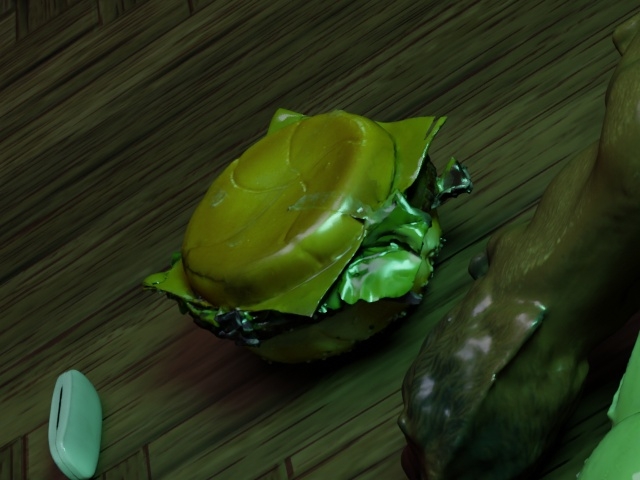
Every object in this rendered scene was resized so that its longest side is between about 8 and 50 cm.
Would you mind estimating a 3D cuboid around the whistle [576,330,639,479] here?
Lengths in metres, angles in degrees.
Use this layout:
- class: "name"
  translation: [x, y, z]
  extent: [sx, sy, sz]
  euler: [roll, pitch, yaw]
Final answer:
- class: "whistle"
  translation: [0.161, 0.072, 0.800]
  extent: [0.085, 0.105, 0.227]
  euler: [17, 50, 18]

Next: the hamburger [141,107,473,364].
- class: "hamburger"
  translation: [0.001, 0.002, 1.072]
  extent: [0.164, 0.093, 0.189]
  euler: [-48, 29, -13]

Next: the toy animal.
- class: "toy animal"
  translation: [0.127, 0.000, 0.866]
  extent: [0.312, 0.097, 0.157]
  euler: [-57, -1, 35]

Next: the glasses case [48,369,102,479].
- class: "glasses case"
  translation: [-0.141, 0.107, 1.140]
  extent: [0.021, 0.032, 0.083]
  euler: [-27, 31, 15]
